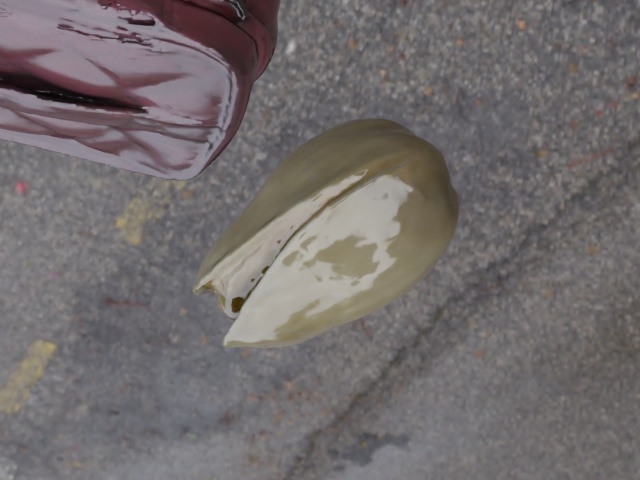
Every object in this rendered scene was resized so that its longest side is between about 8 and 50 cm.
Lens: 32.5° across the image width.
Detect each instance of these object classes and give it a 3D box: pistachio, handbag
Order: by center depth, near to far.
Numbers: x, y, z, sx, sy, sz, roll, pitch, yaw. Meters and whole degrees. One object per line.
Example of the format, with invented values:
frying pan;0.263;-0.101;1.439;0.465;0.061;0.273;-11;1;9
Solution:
handbag;-0.128;-0.112;0.445;0.225;0.135;0.146;13;159;-16
pistachio;0.000;0.000;0.776;0.226;0.135;0.136;-36;124;29
